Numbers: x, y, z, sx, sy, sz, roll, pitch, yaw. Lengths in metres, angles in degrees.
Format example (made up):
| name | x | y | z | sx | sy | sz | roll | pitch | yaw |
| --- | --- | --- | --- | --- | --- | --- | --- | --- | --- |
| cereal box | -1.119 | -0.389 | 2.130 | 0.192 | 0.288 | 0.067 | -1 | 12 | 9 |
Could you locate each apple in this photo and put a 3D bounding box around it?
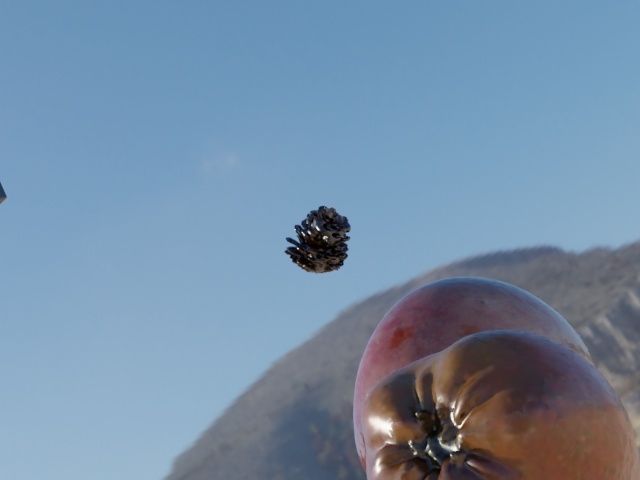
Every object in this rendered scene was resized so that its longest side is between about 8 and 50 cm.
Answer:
| name | x | y | z | sx | sy | sz | roll | pitch | yaw |
| --- | --- | --- | --- | --- | --- | --- | --- | --- | --- |
| apple | 0.203 | 0.204 | 1.595 | 0.345 | 0.269 | 0.345 | 11 | -90 | -67 |

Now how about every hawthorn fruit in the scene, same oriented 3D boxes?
| name | x | y | z | sx | sy | sz | roll | pitch | yaw |
| --- | --- | --- | --- | --- | --- | --- | --- | --- | --- |
| hawthorn fruit | 0.114 | 0.142 | 0.797 | 0.189 | 0.189 | 0.189 | -30 | -16 | -9 |

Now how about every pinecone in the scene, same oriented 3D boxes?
| name | x | y | z | sx | sy | sz | roll | pitch | yaw |
| --- | --- | --- | --- | --- | --- | --- | --- | --- | --- |
| pinecone | 0.000 | 0.000 | 1.509 | 0.077 | 0.077 | 0.083 | 0 | -63 | -62 |

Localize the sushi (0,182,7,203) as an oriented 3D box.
| name | x | y | z | sx | sy | sz | roll | pitch | yaw |
| --- | --- | --- | --- | --- | --- | --- | --- | --- | --- |
| sushi | -0.252 | -0.039 | 0.790 | 0.056 | 0.085 | 0.083 | -12 | -20 | -49 |
